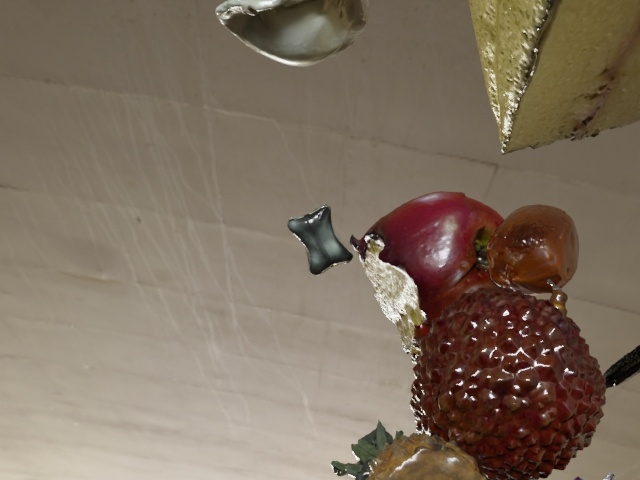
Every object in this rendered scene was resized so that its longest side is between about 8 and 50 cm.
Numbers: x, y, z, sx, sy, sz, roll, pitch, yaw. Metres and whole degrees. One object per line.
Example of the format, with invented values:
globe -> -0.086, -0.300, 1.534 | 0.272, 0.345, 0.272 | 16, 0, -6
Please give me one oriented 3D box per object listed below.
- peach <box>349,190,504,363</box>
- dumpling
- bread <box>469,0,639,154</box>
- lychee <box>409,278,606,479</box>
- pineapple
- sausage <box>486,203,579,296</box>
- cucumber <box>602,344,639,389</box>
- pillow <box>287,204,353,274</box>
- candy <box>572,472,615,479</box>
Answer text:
peach -> 0.243, 0.084, 1.648 | 0.353, 0.338, 0.417 | -14, -12, -41
dumpling -> -0.026, -0.313, 1.035 | 0.229, 0.124, 0.151 | -3, -11, -33
bread -> 0.360, -0.226, 0.894 | 0.346, 0.242, 0.404 | -27, -54, -14
lychee -> 0.256, 0.189, 1.002 | 0.264, 0.300, 0.264 | 35, -9, 6
pineapple -> 0.080, 0.252, 0.754 | 0.119, 0.130, 0.277 | 31, -11, 3
sausage -> 0.396, 0.014, 1.370 | 0.141, 0.153, 0.268 | -4, 11, 25
cucumber -> 0.539, 0.242, 1.338 | 0.043, 0.039, 0.163 | 31, -45, 2
pillow -> 0.000, 0.001, 1.491 | 0.091, 0.055, 0.135 | -12, -66, 30
candy -> 0.331, 0.352, 0.986 | 0.175, 0.043, 0.045 | -16, -38, -35
